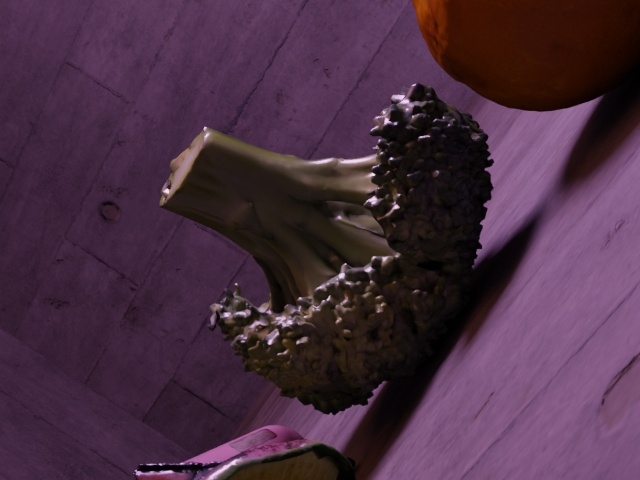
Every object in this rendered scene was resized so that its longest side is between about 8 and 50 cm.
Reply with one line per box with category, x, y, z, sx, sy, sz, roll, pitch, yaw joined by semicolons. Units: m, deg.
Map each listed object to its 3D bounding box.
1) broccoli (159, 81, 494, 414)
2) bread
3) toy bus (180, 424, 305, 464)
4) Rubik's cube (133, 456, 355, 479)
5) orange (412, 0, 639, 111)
broccoli;0.013;0.018;1.085;0.375;0.302;0.249;-49;44;44
bread;-0.066;0.237;0.853;0.228;0.033;0.228;-28;-41;-28
toy bus;-0.100;0.263;1.203;0.203;0.090;0.063;-21;21;-30
Rubik's cube;-0.092;0.293;1.134;0.211;0.190;0.178;-52;-19;-29
orange;0.195;-0.243;0.996;0.261;0.261;0.261;-56;1;1
